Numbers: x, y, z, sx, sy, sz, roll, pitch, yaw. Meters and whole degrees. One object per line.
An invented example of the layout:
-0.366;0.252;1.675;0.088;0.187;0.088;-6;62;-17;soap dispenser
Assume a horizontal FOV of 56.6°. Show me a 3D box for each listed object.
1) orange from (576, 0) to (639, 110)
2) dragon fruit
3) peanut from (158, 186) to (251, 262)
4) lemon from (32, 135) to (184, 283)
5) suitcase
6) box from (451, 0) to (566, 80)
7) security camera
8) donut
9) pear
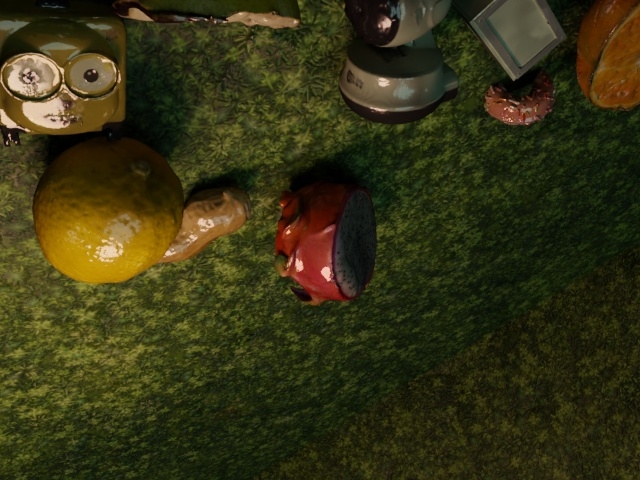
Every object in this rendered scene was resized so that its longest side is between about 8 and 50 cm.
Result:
0.659;-0.419;1.215;0.274;0.274;0.310;-27;179;1;orange
0.000;0.000;1.339;0.189;0.290;0.290;1;152;23;dragon fruit
-0.265;-0.031;1.258;0.263;0.101;0.117;-32;120;13;peanut
-0.370;-0.048;1.038;0.245;0.245;0.320;6;151;-37;lemon
-0.381;-0.249;0.863;0.194;0.143;0.234;-7;140;-25;suitcase
0.369;-0.428;1.156;0.129;0.086;0.225;-41;143;21;box
0.130;-0.359;1.014;0.191;0.197;0.277;-23;140;-22;security camera
0.460;-0.314;1.335;0.166;0.117;0.065;-25;150;-2;donut
-0.154;-0.386;0.821;0.267;0.267;0.178;-7;108;-25;pear
